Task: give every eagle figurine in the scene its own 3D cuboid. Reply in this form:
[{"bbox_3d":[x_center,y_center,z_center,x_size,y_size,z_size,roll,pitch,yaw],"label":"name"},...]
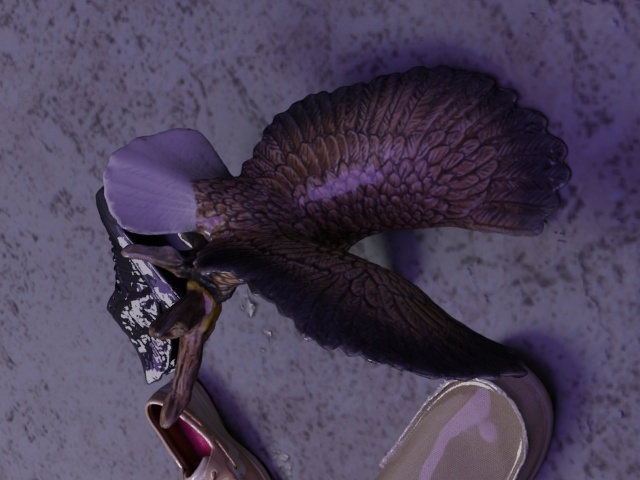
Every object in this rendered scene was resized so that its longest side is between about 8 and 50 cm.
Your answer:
[{"bbox_3d":[0.008,0.001,0.748,0.298,0.225,0.226,-16,85,44],"label":"eagle figurine"}]

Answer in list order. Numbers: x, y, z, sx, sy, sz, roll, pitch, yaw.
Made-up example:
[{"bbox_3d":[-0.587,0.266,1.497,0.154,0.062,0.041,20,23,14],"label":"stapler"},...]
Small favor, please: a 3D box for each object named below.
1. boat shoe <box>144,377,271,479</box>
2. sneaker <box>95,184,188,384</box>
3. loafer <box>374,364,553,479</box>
[{"bbox_3d":[-0.102,0.205,0.938,0.170,0.059,0.063,51,122,9],"label":"boat shoe"},{"bbox_3d":[-0.169,0.039,0.936,0.089,0.051,0.170,-39,86,28],"label":"sneaker"},{"bbox_3d":[0.088,0.204,0.805,0.102,0.092,0.269,36,119,18],"label":"loafer"}]
